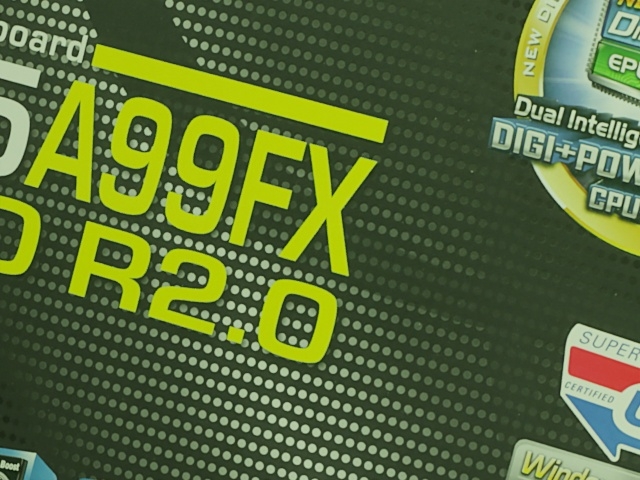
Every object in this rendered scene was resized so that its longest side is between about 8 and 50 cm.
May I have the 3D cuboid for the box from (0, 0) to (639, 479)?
[{"bbox_3d":[0.000,0.000,0.485,0.270,0.060,0.216,16,95,13],"label":"box"}]
